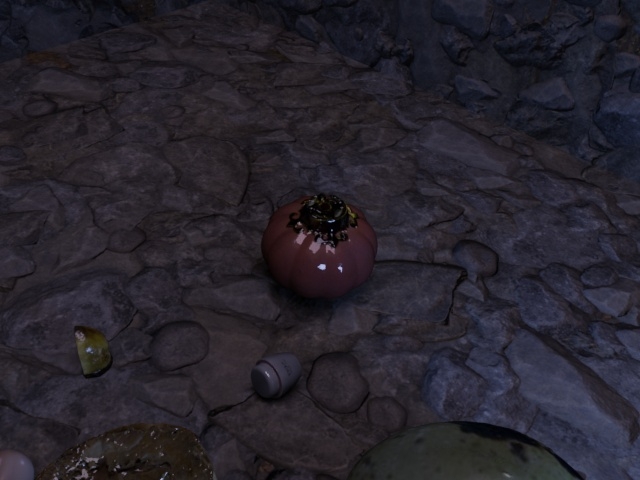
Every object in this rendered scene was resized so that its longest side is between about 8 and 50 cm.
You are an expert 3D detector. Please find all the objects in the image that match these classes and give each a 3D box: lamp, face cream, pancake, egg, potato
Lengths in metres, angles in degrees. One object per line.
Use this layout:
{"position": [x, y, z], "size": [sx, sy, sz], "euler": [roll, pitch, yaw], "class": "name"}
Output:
{"position": [0.000, 0.000, 1.599], "size": [0.306, 0.239, 0.305], "euler": [5, 41, -4], "class": "lamp"}
{"position": [-0.096, 0.292, 1.364], "size": [0.095, 0.091, 0.091], "euler": [-21, 48, -40], "class": "face cream"}
{"position": [-0.357, 0.489, 1.088], "size": [0.387, 0.082, 0.386], "euler": [-5, 40, 4], "class": "pancake"}
{"position": [0.243, 0.471, 1.021], "size": [0.428, 0.345, 0.345], "euler": [7, 38, 23], "class": "egg"}
{"position": [-0.497, 0.231, 1.366], "size": [0.067, 0.103, 0.096], "euler": [-12, 46, -17], "class": "potato"}

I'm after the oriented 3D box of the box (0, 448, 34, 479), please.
{"position": [-0.584, 0.458, 1.079], "size": [0.146, 0.088, 0.200], "euler": [-14, 37, 24], "class": "box"}
